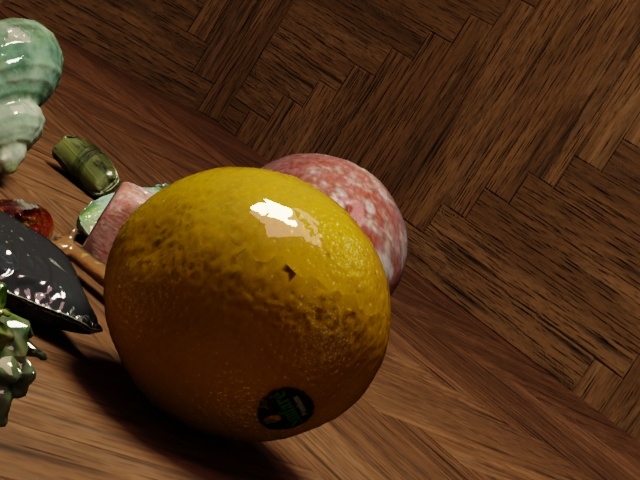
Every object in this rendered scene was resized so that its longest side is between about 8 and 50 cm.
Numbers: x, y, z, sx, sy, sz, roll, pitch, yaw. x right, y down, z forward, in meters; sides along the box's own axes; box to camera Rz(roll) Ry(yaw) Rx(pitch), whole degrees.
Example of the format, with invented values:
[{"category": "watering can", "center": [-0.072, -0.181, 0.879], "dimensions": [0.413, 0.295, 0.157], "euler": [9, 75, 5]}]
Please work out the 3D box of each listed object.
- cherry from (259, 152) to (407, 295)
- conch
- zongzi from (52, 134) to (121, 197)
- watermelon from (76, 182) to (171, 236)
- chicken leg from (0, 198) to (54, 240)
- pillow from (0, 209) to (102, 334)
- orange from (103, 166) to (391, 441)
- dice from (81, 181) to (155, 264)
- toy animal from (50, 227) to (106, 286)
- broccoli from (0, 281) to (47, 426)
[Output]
[{"category": "cherry", "center": [0.000, 0.000, 1.961], "dimensions": [0.236, 0.213, 0.285], "euler": [10, 31, -11]}, {"category": "conch", "center": [-0.393, -0.185, 1.672], "dimensions": [0.220, 0.195, 0.277], "euler": [-8, 60, -50]}, {"category": "zongzi", "center": [-0.284, -0.081, 1.948], "dimensions": [0.104, 0.052, 0.113], "euler": [44, -2, 27]}, {"category": "watermelon", "center": [-0.203, -0.008, 1.666], "dimensions": [0.180, 0.081, 0.094], "euler": [7, 38, -39]}, {"category": "chicken leg", "center": [-0.287, -0.015, 1.377], "dimensions": [0.093, 0.053, 0.205], "euler": [19, -1, 13]}, {"category": "pillow", "center": [-0.276, 0.006, 1.200], "dimensions": [0.208, 0.055, 0.141], "euler": [28, 14, -34]}, {"category": "orange", "center": [-0.057, 0.051, 1.192], "dimensions": [0.236, 0.236, 0.236], "euler": [32, 6, -4]}, {"category": "dice", "center": [-0.185, 0.001, 1.530], "dimensions": [0.094, 0.093, 0.091], "euler": [33, 6, -9]}, {"category": "toy animal", "center": [-0.151, 0.062, 1.392], "dimensions": [0.224, 0.066, 0.230], "euler": [11, 23, -18]}, {"category": "broccoli", "center": [-0.256, -0.009, 0.664], "dimensions": [0.245, 0.247, 0.288], "euler": [35, 42, -79]}]
